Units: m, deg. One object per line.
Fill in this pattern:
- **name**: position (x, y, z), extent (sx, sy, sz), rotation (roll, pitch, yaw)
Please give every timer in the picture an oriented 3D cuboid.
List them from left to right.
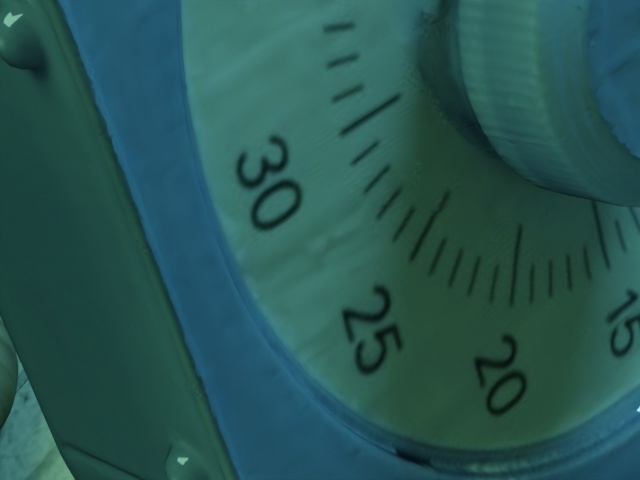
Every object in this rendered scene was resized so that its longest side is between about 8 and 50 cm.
- **timer**: position (0.057, -0.088, 0.554), extent (0.173, 0.395, 0.395), rotation (15, 70, 49)

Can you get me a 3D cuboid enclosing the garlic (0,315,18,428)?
- **garlic**: position (-0.280, 0.083, 0.859), extent (0.207, 0.257, 0.207), rotation (-47, -5, -5)
